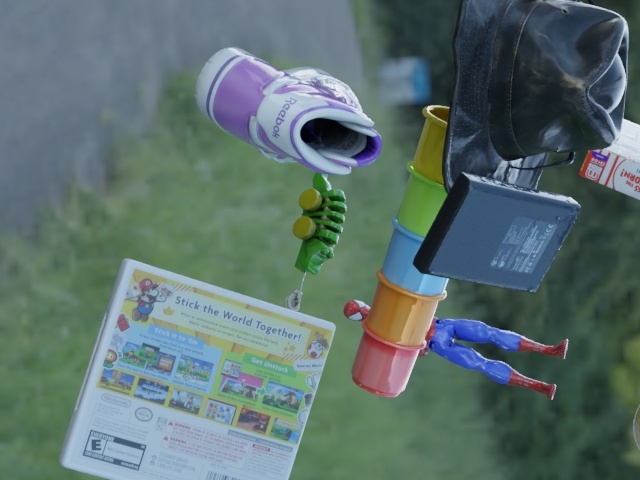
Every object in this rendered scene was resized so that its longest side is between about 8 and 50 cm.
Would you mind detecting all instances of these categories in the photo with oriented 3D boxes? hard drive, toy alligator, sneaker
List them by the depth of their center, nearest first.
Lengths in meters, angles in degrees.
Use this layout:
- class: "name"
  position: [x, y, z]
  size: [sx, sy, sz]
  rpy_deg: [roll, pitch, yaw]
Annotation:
- class: "hard drive"
  position: [0.154, -0.005, 1.571]
  size: [0.022, 0.135, 0.094]
  rpy_deg: [48, -61, 45]
- class: "sneaker"
  position: [0.005, -0.104, 1.796]
  size: [0.282, 0.161, 0.102]
  rpy_deg: [3, 112, -63]
- class: "toy alligator"
  position: [0.000, 0.000, 2.205]
  size: [0.056, 0.051, 0.190]
  rpy_deg: [36, 58, -48]

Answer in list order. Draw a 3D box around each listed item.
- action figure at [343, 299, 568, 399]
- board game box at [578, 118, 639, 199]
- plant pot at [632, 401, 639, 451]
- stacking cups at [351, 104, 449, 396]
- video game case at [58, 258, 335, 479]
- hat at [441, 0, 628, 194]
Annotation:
- class: "action figure"
  position: [0.159, 0.113, 2.219]
  size: [0.139, 0.280, 0.091]
  rpy_deg: [66, 40, -74]
- class: "board game box"
  position: [0.412, -0.097, 2.286]
  size: [0.193, 0.146, 0.045]
  rpy_deg: [-47, 159, -68]
- class: "plant pot"
  position: [0.524, 0.227, 2.361]
  size: [0.032, 0.236, 0.236]
  rpy_deg: [-88, 177, -49]
- class: "stacking cups"
  position: [0.104, 0.018, 1.937]
  size: [0.096, 0.096, 0.316]
  rpy_deg: [-98, -154, -73]
- class: "video game case"
  position: [-0.117, 0.147, 1.755]
  size: [0.026, 0.227, 0.206]
  rpy_deg: [12, -96, 69]
- class: "hat"
  position: [0.246, -0.160, 1.851]
  size: [0.331, 0.134, 0.331]
  rpy_deg: [-35, 132, -53]
